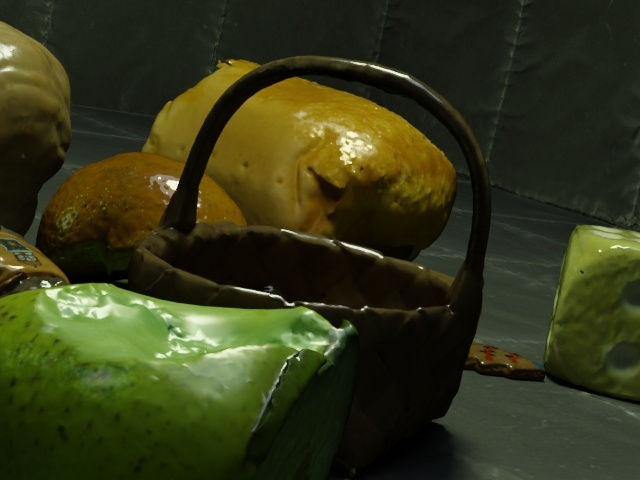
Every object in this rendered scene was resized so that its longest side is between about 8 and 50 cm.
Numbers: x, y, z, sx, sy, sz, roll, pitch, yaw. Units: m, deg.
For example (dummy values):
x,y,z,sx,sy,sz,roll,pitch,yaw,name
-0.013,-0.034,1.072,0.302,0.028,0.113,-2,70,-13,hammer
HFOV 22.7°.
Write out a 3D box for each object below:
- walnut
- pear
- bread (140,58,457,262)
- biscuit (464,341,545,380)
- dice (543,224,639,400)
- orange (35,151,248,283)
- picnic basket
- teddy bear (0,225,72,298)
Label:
x,y,z,sx,sy,sz,roll,pitch,yaw,name
-0.394,-0.090,1.544,0.285,0.285,0.296,7,-32,-30,walnut
-0.120,0.107,1.007,0.292,0.159,0.292,9,8,-1,pear
-0.006,-0.099,2.229,0.394,0.250,0.361,19,12,35,bread
0.185,0.129,1.757,0.130,0.019,0.119,14,9,11,biscuit
0.348,0.080,1.793,0.169,0.169,0.166,13,8,6,dice
-0.177,-0.009,1.697,0.237,0.158,0.179,14,-8,23,orange
0.000,0.000,1.346,0.293,0.337,0.337,15,9,18,picnic basket
-0.243,0.061,1.250,0.190,0.140,0.177,28,13,34,teddy bear
